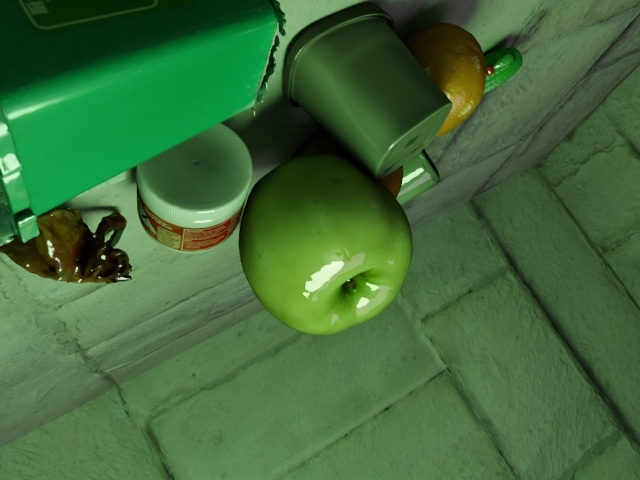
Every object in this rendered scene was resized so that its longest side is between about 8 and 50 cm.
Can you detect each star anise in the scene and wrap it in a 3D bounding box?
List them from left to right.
[{"bbox_3d":[-0.457,0.012,1.158,0.238,0.148,0.346,8,-179,4],"label":"star anise"}]

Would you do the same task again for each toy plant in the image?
[{"bbox_3d":[0.419,-0.428,1.614,0.240,0.088,0.154,-31,-177,28],"label":"toy plant"}]

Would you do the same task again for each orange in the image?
[{"bbox_3d":[0.242,-0.330,1.275,0.171,0.240,0.240,9,145,-31],"label":"orange"}]

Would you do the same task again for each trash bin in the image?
[{"bbox_3d":[-0.258,-0.187,0.677,0.381,0.259,0.295,-27,166,-27],"label":"trash bin"},{"bbox_3d":[0.091,-0.268,1.135,0.219,0.250,0.220,-36,168,-15],"label":"trash bin"}]

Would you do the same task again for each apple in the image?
[{"bbox_3d":[0.000,0.000,1.206,0.357,0.357,0.357,-29,166,-8],"label":"apple"}]

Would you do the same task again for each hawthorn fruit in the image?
[{"bbox_3d":[0.075,-0.166,1.461,0.268,0.267,0.301,-13,155,-51],"label":"hawthorn fruit"}]

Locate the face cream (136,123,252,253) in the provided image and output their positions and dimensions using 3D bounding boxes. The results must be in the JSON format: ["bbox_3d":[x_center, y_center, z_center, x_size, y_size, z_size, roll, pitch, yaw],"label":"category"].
[{"bbox_3d":[-0.237,-0.097,1.127,0.201,0.201,0.187,-25,165,-24],"label":"face cream"}]

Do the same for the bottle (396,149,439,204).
[{"bbox_3d":[0.188,-0.164,1.888,0.347,0.168,0.168,-32,167,18],"label":"bottle"}]

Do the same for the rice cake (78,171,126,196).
[{"bbox_3d":[-0.391,-0.138,0.999,0.189,0.037,0.198,-25,165,-25],"label":"rice cake"}]
